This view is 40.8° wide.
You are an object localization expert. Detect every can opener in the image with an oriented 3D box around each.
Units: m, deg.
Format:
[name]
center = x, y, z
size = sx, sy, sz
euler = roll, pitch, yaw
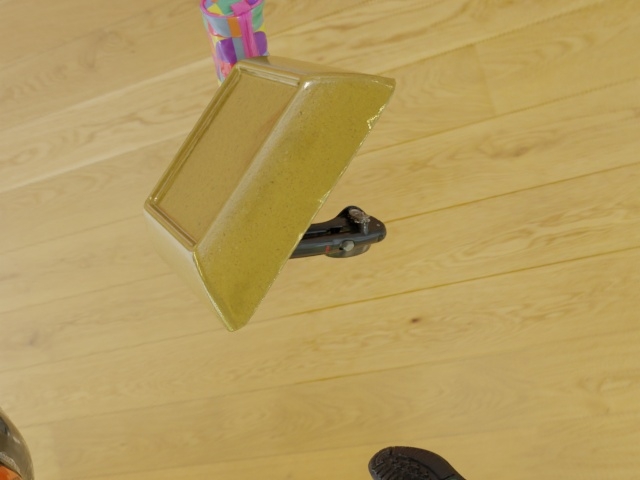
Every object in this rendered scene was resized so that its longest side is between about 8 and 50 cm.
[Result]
[can opener]
center = 0.000, 0.000, 1.049
size = 0.059, 0.186, 0.073
euler = 37, 126, 46

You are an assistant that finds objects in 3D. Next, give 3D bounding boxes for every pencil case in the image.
[pencil case]
center = -0.110, -0.257, 1.286
size = 0.104, 0.104, 0.236
euler = 9, 134, 24

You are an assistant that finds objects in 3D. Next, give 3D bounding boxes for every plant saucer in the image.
[plant saucer]
center = -0.097, -0.093, 1.049
size = 0.333, 0.081, 0.333
euler = -57, 30, -1

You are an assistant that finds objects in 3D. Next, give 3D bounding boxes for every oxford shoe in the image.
[oxford shoe]
center = 0.151, 0.326, 1.041
size = 0.227, 0.083, 0.096
euler = 23, 138, 38

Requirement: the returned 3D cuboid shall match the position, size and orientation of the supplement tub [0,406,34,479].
[supplement tub]
center = -0.381, 0.181, 0.729
size = 0.338, 0.207, 0.207
euler = 29, 106, 41
